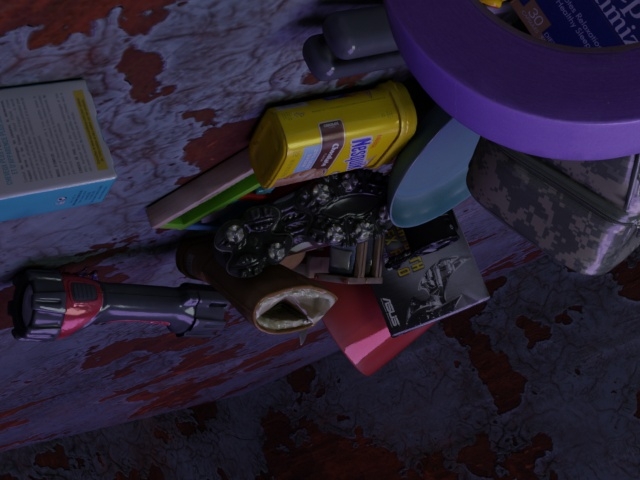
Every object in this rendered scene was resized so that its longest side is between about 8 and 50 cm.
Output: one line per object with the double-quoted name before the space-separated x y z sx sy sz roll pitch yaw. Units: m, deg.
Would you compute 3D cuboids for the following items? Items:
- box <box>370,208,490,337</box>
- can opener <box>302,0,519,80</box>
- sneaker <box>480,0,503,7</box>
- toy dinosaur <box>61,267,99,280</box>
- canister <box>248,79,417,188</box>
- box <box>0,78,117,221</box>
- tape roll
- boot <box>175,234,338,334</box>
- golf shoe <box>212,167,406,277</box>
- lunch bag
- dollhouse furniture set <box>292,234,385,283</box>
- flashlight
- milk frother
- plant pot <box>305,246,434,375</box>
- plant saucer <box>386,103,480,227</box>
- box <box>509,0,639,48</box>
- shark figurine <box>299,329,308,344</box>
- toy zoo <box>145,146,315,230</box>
"box" 0.165 0.030 1.631 0.183 0.231 0.056 -21 169 2
"can opener" 0.115 -0.189 0.941 0.283 0.095 0.076 -19 168 -39
"sneaker" 0.167 -0.249 0.845 0.064 0.067 0.175 -6 159 -44
"toy dinosaur" -0.365 0.059 1.391 0.090 0.047 0.082 11 -178 9
"canister" 0.011 -0.122 1.108 0.169 0.073 0.126 -15 164 -24
"box" -0.304 -0.064 0.785 0.244 0.101 0.060 -13 166 -30
"tape roll" 0.172 -0.195 0.606 0.274 0.275 0.090 -22 169 5
"boot" -0.060 0.054 1.375 0.236 0.089 0.269 -13 -159 -31
"golf shoe" -0.021 -0.032 1.295 0.272 0.105 0.120 -17 -173 -12
"lunch bag" 0.330 -0.146 1.029 0.305 0.212 0.256 -32 150 -39
"dollhouse furniture set" 0.000 0.000 1.576 0.183 0.129 0.129 6 -179 29
"flashlight" -0.286 0.101 1.358 0.304 0.103 0.103 8 -168 -39
"milk frother" 0.143 -0.036 1.542 0.143 0.135 0.129 -24 167 17
"plant pot" 0.124 0.080 1.777 0.243 0.275 0.275 -33 166 8
"plant saucer" 0.201 -0.141 1.225 0.317 0.044 0.318 -34 160 -14
"box" 0.261 -0.198 0.761 0.036 0.136 0.225 -34 179 -29
"shark figurine" -0.049 0.126 1.817 0.166 0.116 0.278 -23 -167 -24
"toy zoo" -0.078 -0.064 1.306 0.192 0.030 0.293 -27 166 26
